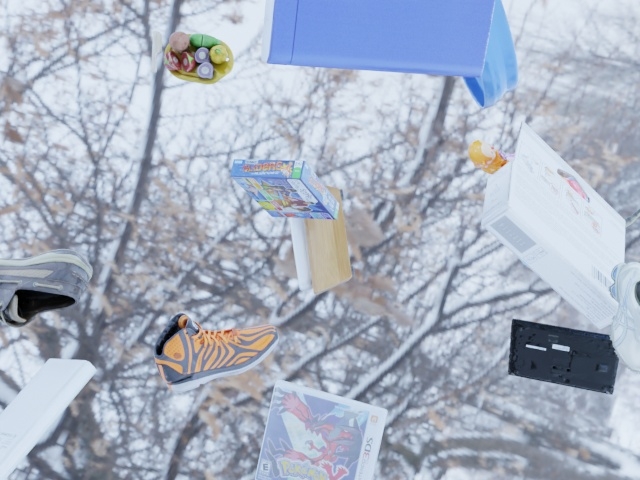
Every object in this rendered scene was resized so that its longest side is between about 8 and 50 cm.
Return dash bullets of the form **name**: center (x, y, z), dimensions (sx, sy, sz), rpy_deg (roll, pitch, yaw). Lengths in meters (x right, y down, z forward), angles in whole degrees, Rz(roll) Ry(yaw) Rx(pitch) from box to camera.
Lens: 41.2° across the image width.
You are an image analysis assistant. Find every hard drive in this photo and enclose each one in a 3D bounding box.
- **hard drive**: center (-0.651, 0.392, 1.889), dimensions (0.040, 0.203, 0.307), rpy_deg (54, -126, -25)
- **hard drive**: center (0.087, -0.330, 1.122), dimensions (0.319, 0.040, 0.210), rpy_deg (-1, -69, -23)

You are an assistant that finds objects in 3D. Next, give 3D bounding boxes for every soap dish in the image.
- **soap dish**: center (0.000, 0.000, 1.828), dimensions (0.291, 0.118, 0.228), rpy_deg (81, -179, -86)

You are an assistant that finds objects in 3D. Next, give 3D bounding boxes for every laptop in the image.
- **laptop**: center (0.557, 0.259, 1.943), dimensions (0.136, 0.235, 0.264), rpy_deg (-60, -29, -48)

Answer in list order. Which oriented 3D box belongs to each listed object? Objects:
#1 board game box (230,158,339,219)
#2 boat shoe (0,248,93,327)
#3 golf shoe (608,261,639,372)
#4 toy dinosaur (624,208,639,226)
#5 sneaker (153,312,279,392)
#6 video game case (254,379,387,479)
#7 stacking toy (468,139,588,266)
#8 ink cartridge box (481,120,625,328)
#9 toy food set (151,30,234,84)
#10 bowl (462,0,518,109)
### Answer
- **board game box**: center (-0.060, -0.090, 1.541), dimensions (0.201, 0.136, 0.035), rpy_deg (48, -131, -63)
- **boat shoe**: center (-0.689, 0.118, 1.912), dimensions (0.132, 0.356, 0.130), rpy_deg (62, -161, -44)
- **golf shoe**: center (0.486, 0.122, 1.295), dimensions (0.086, 0.069, 0.176), rpy_deg (-162, 61, -79)
- **toy dinosaur**: center (0.643, -0.016, 2.057), dimensions (0.064, 0.268, 0.118), rpy_deg (-77, -24, -49)
- **sneaker**: center (-0.274, 0.256, 2.174), dimensions (0.124, 0.321, 0.180), rpy_deg (-126, 14, -62)
- **video game case**: center (-0.001, 0.353, 1.461), dimensions (0.023, 0.202, 0.183), rpy_deg (3, -81, -74)
- **stacking toy**: center (0.380, -0.103, 1.627), dimensions (0.302, 0.166, 0.175), rpy_deg (37, -142, -33)
- **ink cartridge box**: center (0.414, -0.030, 1.478), dimensions (0.066, 0.296, 0.261), rpy_deg (-38, 19, 38)
- **toy food set**: center (-0.329, -0.474, 2.156), dimensions (0.071, 0.218, 0.128), rpy_deg (107, 172, -79)
- **bowl**: center (0.274, -0.444, 1.610), dimensions (0.391, 0.077, 0.390), rpy_deg (-21, -90, -83)
